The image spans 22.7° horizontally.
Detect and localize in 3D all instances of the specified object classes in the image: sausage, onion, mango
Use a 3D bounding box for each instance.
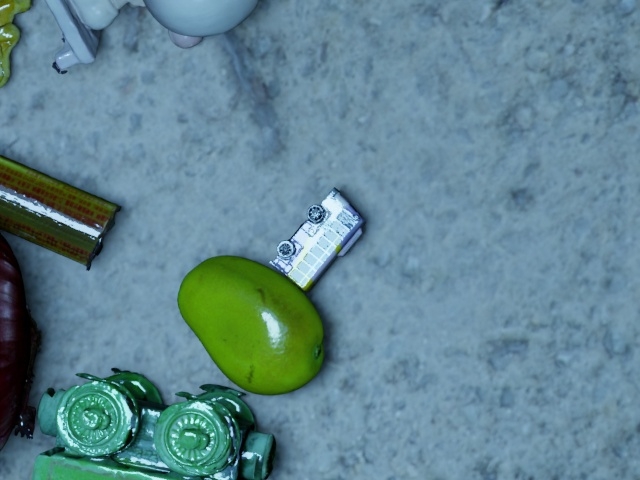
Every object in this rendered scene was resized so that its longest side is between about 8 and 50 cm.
[{"bbox_3d":[-0.387,-0.073,1.623,0.371,0.082,0.082,23,88,-1],"label":"sausage"},{"bbox_3d":[-0.406,0.096,1.540,0.285,0.273,0.273,3,86,-22],"label":"onion"},{"bbox_3d":[-0.067,0.082,1.596,0.163,0.089,0.117,48,119,2],"label":"mango"}]

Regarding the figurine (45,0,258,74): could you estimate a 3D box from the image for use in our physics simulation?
[{"bbox_3d":[-0.166,-0.265,1.582,0.256,0.144,0.182,-11,109,16],"label":"figurine"}]

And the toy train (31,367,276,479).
[{"bbox_3d":[-0.171,0.231,1.585,0.243,0.132,0.188,9,92,7],"label":"toy train"}]

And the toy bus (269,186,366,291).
[{"bbox_3d":[0.000,0.000,1.622,0.058,0.052,0.102,41,91,5],"label":"toy bus"}]

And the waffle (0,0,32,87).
[{"bbox_3d":[-0.442,-0.241,1.670,0.291,0.051,0.291,0,89,3],"label":"waffle"}]
